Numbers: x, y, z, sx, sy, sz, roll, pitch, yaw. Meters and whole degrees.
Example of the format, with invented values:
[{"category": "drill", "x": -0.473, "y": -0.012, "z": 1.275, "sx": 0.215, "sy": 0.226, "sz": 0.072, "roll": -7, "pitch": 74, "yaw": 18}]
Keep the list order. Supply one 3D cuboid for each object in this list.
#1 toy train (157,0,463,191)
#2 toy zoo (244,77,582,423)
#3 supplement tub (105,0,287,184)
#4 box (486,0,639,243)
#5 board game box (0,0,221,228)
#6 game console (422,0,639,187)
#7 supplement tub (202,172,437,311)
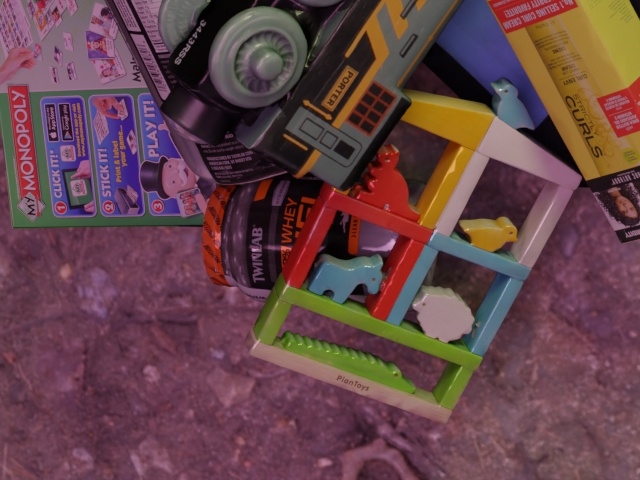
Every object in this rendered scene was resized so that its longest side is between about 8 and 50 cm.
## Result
[{"category": "toy train", "x": 0.020, "y": -0.197, "z": 1.444, "sx": 0.190, "sy": 0.142, "sz": 0.334, "roll": 31, "pitch": 95, "yaw": -37}, {"category": "toy zoo", "x": 0.085, "y": -0.004, "z": 1.588, "sx": 0.192, "sy": 0.030, "sz": 0.293, "roll": 20, "pitch": 108, "yaw": -19}, {"category": "supplement tub", "x": -0.082, "y": -0.221, "z": 1.575, "sx": 0.193, "sy": 0.193, "sz": 0.316, "roll": -14, "pitch": 116, "yaw": 21}, {"category": "box", "x": 0.225, "y": -0.114, "z": 1.507, "sx": 0.087, "sy": 0.058, "sz": 0.232, "roll": -15, "pitch": 110, "yaw": 46}, {"category": "board game box", "x": -0.195, "y": -0.169, "z": 1.751, "sx": 0.213, "sy": 0.046, "sz": 0.317, "roll": 0, "pitch": 104, "yaw": 19}, {"category": "game console", "x": 0.166, "y": -0.249, "z": 1.529, "sx": 0.386, "sy": 0.060, "sz": 0.342, "roll": 44, "pitch": 141, "yaw": 3}, {"category": "supplement tub", "x": 0.000, "y": 0.000, "z": 1.692, "sx": 0.190, "sy": 0.117, "sz": 0.117, "roll": 3, "pitch": 104, "yaw": 17}]
